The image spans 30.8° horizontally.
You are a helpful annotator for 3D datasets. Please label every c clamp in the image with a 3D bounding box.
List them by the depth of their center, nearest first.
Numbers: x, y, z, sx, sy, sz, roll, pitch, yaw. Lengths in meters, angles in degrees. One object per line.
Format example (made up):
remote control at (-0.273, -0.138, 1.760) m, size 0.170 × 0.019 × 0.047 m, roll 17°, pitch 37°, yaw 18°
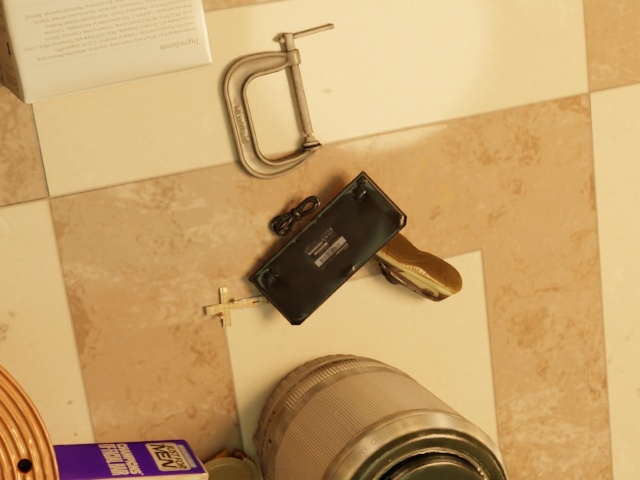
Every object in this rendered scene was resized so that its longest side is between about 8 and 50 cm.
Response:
c clamp at (-0.038, -0.151, 1.284) m, size 0.137 × 0.022 × 0.160 m, roll -12°, pitch 106°, yaw -18°

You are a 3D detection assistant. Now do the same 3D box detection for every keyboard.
keyboard at (0.000, 0.000, 1.315) m, size 0.180 × 0.023 × 0.108 m, roll -43°, pitch 90°, yaw 2°

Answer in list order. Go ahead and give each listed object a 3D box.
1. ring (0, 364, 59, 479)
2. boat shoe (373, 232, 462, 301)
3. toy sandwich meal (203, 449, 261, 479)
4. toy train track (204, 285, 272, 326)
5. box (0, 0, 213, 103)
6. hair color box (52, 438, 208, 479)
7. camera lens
ring at (-0.408, 0.239, 1.056) m, size 0.337 × 0.032 × 0.336 m, roll 0°, pitch 89°, yaw -13°
boat shoe at (0.093, 0.029, 1.360) m, size 0.152 × 0.056 × 0.049 m, roll 32°, pitch 129°, yaw -11°
toy sandwich meal at (-0.113, 0.280, 1.353) m, size 0.086 × 0.029 × 0.085 m, roll -6°, pitch 114°, yaw -14°
toy train track at (-0.089, 0.074, 1.321) m, size 0.083 × 0.014 × 0.048 m, roll -10°, pitch 106°, yaw -19°
box at (-0.218, -0.212, 1.113) m, size 0.182 × 0.181 × 0.119 m, roll -15°, pitch 106°, yaw -18°
hair color box at (-0.300, 0.324, 1.248) m, size 0.339 × 0.110 × 0.185 m, roll 1°, pitch 102°, yaw -23°
camera lens at (0.063, 0.259, 1.280) m, size 0.219 × 0.274 × 0.219 m, roll -5°, pitch 104°, yaw -20°
